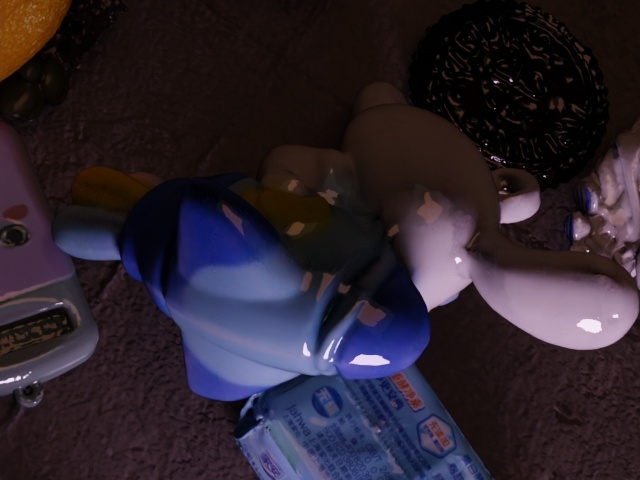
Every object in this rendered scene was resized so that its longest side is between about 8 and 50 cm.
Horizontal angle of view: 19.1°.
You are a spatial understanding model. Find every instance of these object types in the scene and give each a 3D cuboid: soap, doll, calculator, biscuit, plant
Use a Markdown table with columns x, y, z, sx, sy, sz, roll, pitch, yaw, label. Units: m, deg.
| x | y | z | sx | sy | sz | roll | pitch | yaw | label |
| --- | --- | --- | --- | --- | --- | --- | --- | --- | --- |
| 0.057 | 0.207 | 1.491 | 0.156 | 0.077 | 0.293 | -28 | 81 | -28 | soap |
| 0.001 | 0.009 | 1.447 | 0.365 | 0.376 | 0.187 | -14 | 104 | -20 | doll |
| -0.265 | 0.016 | 1.469 | 0.141 | 0.045 | 0.246 | -17 | 76 | -25 | calculator |
| 0.168 | -0.130 | 1.684 | 0.194 | 0.053 | 0.195 | 7 | 66 | -17 | biscuit |
| -0.217 | -0.164 | 1.547 | 0.087 | 0.085 | 0.174 | 20 | 66 | 15 | plant |

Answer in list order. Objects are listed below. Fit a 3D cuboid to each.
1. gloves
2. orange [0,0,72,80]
| x | y | z | sx | sy | sz | roll | pitch | yaw | label |
| --- | --- | --- | --- | --- | --- | --- | --- | --- | --- |
| 0.281 | -0.035 | 1.661 | 0.119 | 0.097 | 0.229 | 28 | 60 | 28 | gloves |
| -0.315 | -0.228 | 1.424 | 0.274 | 0.274 | 0.274 | 7 | 66 | -18 | orange |
